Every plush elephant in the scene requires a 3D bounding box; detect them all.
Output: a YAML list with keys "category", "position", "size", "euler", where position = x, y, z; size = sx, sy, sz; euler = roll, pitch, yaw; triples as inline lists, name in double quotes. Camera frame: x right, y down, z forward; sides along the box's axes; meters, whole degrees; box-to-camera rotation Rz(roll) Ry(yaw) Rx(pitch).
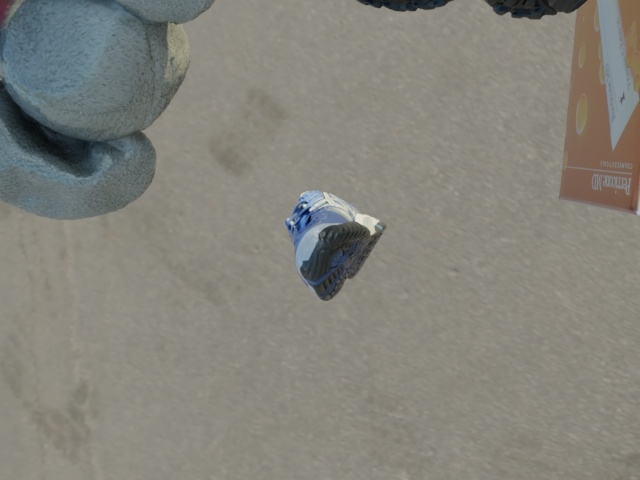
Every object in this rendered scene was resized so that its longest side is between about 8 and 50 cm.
- category: "plush elephant"
  position: [-0.172, -0.170, 0.726]
  size: [0.272, 0.255, 0.330]
  euler: [-48, 16, 45]

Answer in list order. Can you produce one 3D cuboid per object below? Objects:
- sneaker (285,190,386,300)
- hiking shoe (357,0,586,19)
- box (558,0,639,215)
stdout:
- category: "sneaker"
  position: [0.000, 0.000, 1.090]
  size: [0.081, 0.211, 0.080]
  euler: [33, 97, 7]
- category: "hiking shoe"
  position: [0.080, -0.211, 0.755]
  size: [0.227, 0.086, 0.114]
  euler: [16, 74, 27]
- category: "box"
  position: [0.300, -0.189, 0.884]
  size: [0.215, 0.168, 0.345]
  euler: [-122, 36, -85]
